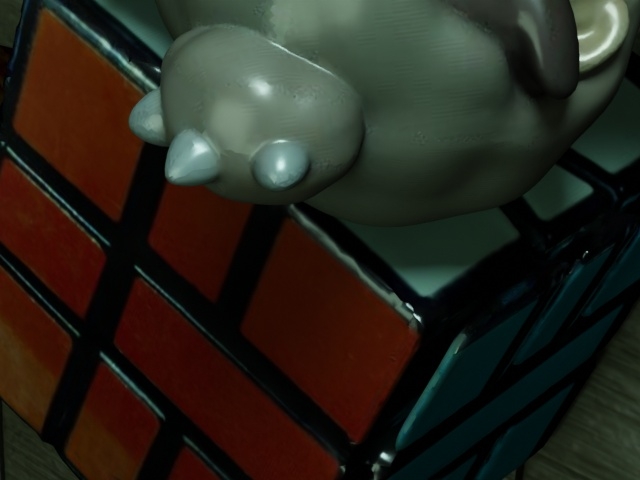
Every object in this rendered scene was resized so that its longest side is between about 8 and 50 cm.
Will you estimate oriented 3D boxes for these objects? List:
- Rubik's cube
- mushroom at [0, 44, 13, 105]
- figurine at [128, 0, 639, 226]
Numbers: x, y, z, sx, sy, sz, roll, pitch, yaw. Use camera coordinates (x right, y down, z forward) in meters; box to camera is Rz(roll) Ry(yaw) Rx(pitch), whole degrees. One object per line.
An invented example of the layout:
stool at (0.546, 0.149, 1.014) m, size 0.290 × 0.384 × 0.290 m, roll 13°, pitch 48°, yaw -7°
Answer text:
Rubik's cube at (0.000, 0.000, 0.983) m, size 0.293 × 0.288 × 0.283 m, roll 46°, pitch 134°, yaw 18°
mushroom at (-0.207, -0.019, 1.206) m, size 0.297 × 0.278 × 0.163 m, roll 42°, pitch 110°, yaw 7°
figurine at (0.090, -0.131, 0.767) m, size 0.203 × 0.380 × 0.248 m, roll 93°, pitch 161°, yaw -54°
